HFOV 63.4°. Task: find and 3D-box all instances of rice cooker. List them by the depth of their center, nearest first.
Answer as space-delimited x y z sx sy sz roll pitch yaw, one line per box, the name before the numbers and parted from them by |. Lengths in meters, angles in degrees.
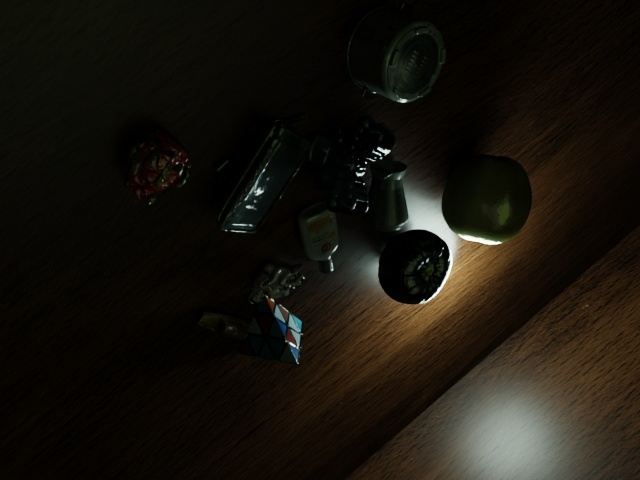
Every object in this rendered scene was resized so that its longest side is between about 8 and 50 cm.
rice cooker | 0.208 -0.529 1.482 0.241 0.227 0.280 4 117 -41

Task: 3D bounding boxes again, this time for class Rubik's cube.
Rubik's cube | -0.166 0.391 1.888 0.250 0.234 0.284 -41 137 -4

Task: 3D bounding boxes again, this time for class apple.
apple | 0.649 -0.166 2.017 0.358 0.357 0.357 -20 131 -25

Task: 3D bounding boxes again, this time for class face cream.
face cream | 0.000 0.000 1.836 0.144 0.071 0.291 -26 134 -19

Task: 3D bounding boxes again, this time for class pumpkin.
pumpkin | 0.365 0.104 2.081 0.316 0.239 0.314 -10 109 -33

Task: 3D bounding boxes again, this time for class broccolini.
broccolini | -0.125 -0.334 1.524 0.201 0.058 0.073 -34 152 -34

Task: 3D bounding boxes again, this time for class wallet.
wallet | -0.168 -0.178 1.543 0.342 0.075 0.237 -57 161 11

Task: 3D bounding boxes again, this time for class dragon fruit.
dragon fruit | -0.424 -0.189 1.329 0.172 0.160 0.166 -42 169 0

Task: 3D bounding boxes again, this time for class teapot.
teapot | 0.240 -0.167 1.844 0.203 0.171 0.225 -43 141 -52

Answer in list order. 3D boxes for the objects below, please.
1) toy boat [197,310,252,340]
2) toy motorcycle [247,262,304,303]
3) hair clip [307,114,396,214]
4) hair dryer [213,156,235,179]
toy boat | -0.328 0.296 1.798 0.226 0.088 0.068 26 104 -46
toy motorcycle | -0.158 0.135 1.818 0.225 0.073 0.152 -18 128 -25
hair clip | 0.092 -0.238 1.616 0.195 0.206 0.310 8 109 -57
hair dryer | -0.271 -0.203 1.513 0.047 0.026 0.083 -41 140 -3
